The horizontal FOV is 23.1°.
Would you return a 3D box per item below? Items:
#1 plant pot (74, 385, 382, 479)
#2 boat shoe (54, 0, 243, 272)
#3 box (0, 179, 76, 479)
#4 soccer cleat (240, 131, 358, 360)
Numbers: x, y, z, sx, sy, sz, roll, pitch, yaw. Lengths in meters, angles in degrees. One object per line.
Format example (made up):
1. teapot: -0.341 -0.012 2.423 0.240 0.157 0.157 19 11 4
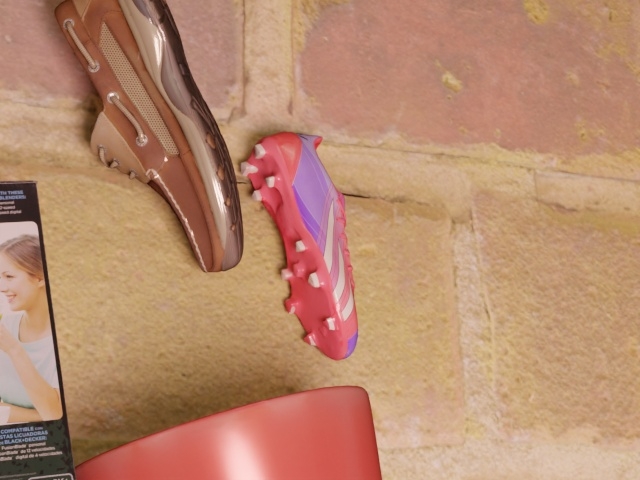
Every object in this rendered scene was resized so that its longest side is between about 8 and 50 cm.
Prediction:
1. plant pot: -0.054 0.278 1.346 0.275 0.275 0.243 -11 76 -26
2. boat shoe: -0.169 -0.113 1.562 0.116 0.123 0.324 -22 86 5
3. box: -0.286 0.111 1.374 0.087 0.169 0.290 -3 71 -21
4. soccer cleat: 0.000 0.000 1.594 0.095 0.083 0.248 -12 71 -31
